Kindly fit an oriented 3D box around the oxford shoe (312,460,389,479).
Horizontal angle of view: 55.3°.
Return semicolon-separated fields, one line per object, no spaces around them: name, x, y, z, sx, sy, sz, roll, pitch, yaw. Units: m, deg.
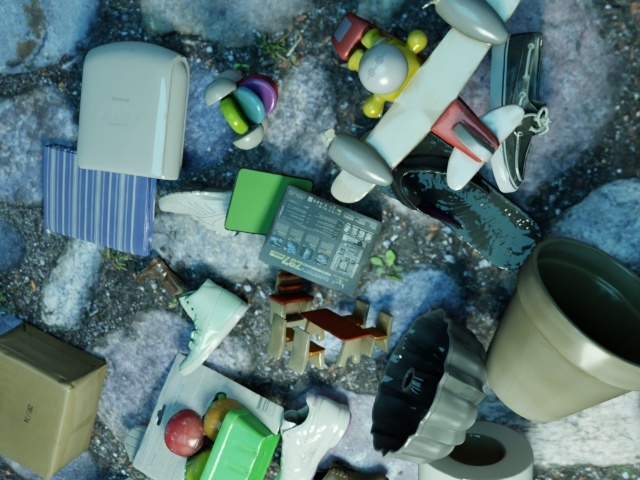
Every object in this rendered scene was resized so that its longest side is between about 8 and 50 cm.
oxford shoe;0.060;0.599;1.524;0.227;0.083;0.096;-14;94;19

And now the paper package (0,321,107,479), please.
paper package;-0.793;0.444;1.717;0.310;0.168;0.324;23;110;13

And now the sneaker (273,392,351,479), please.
sneaker;-0.056;0.500;1.510;0.152;0.114;0.305;31;102;-10

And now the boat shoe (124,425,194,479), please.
boat shoe;-0.401;0.611;1.666;0.302;0.094;0.109;30;72;14

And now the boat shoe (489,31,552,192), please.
boat shoe;0.395;-0.247;1.191;0.105;0.113;0.306;3;95;32

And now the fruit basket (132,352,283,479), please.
fruit basket;-0.288;0.506;1.568;0.353;0.165;0.327;20;87;30

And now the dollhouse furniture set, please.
dollhouse furniture set;-0.004;0.166;1.360;0.259;0.262;0.135;23;110;45

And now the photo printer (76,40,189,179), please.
photo printer;-0.437;-0.307;1.432;0.256;0.107;0.307;9;97;16

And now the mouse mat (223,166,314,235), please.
mouse mat;-0.116;-0.081;1.389;0.190;0.007;0.152;7;110;-28

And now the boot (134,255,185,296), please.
boot;-0.415;0.111;1.585;0.114;0.037;0.106;47;114;-2

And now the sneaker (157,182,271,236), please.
sneaker;-0.251;-0.070;1.450;0.297;0.111;0.129;3;109;18

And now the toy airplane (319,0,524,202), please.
toy airplane;0.172;-0.269;1.117;0.385;0.272;0.386;-1;87;34

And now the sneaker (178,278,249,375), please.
sneaker;-0.311;0.212;1.540;0.151;0.094;0.256;39;102;0

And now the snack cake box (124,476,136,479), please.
snack cake box;-0.482;0.796;1.710;0.264;0.152;0.089;26;109;10

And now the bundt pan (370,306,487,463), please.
bundt pan;0.235;0.313;1.282;0.124;0.331;0.330;25;111;-9

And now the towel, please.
towel;-0.576;-0.107;1.587;0.336;0.040;0.243;14;109;16

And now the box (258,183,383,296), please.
box;0.000;0.000;1.367;0.233;0.059;0.183;21;95;1

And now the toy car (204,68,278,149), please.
toy car;-0.154;-0.299;1.324;0.136;0.182;0.159;-26;112;16

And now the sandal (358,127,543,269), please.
sandal;0.264;-0.101;1.271;0.446;0.107;0.167;34;111;8

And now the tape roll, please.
tape roll;0.334;0.523;1.329;0.246;0.246;0.169;1;104;18

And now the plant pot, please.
plant pot;0.476;0.200;1.197;0.323;0.323;0.280;34;129;7
